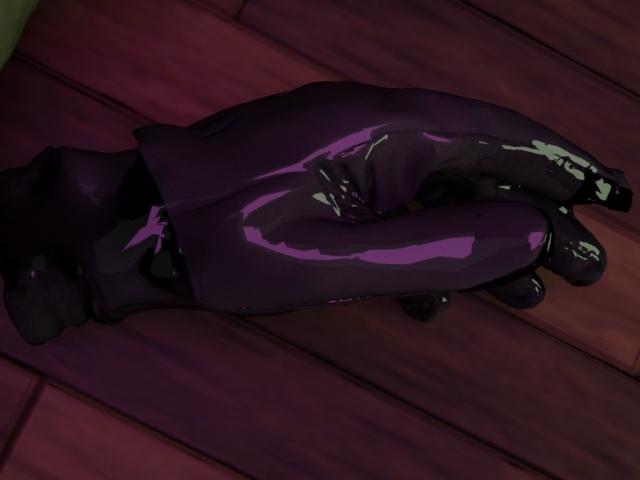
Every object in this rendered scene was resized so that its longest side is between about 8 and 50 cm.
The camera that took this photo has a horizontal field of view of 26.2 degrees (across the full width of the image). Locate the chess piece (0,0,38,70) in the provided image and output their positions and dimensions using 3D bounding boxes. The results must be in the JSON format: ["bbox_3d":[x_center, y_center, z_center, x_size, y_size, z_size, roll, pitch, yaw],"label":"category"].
[{"bbox_3d":[-0.147,-0.154,0.537,0.442,0.234,0.234,-39,90,-16],"label":"chess piece"}]

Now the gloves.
[{"bbox_3d":[-0.005,-0.009,0.581,0.285,0.142,0.119,0,111,-11],"label":"gloves"}]
